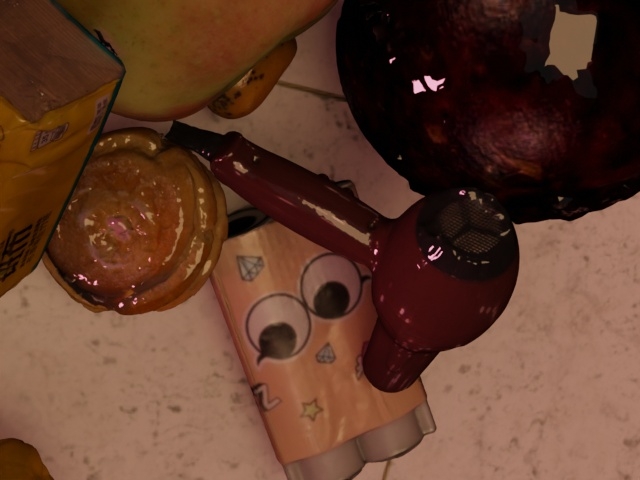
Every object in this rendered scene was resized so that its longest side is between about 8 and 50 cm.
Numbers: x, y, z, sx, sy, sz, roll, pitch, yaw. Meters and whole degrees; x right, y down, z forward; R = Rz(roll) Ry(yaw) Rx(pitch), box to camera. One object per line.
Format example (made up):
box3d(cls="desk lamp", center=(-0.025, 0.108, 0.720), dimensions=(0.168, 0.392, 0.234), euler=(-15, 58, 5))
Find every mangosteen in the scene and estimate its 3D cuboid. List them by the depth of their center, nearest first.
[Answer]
box3d(cls="mangosteen", center=(0.199, -0.224, 1.494), dimensions=(0.381, 0.381, 0.421), euler=(-5, 109, -20))

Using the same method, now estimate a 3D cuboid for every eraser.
box3d(cls="eraser", center=(-0.003, 0.097, 1.658), dimensions=(0.171, 0.087, 0.290), euler=(-24, 109, -13))

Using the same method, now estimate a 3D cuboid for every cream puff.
box3d(cls="cream puff", center=(-0.175, -0.013, 1.539), dimensions=(0.189, 0.129, 0.189), euler=(0, 91, 17))

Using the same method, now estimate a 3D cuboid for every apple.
box3d(cls="apple", center=(-0.134, -0.262, 1.405), dimensions=(0.319, 0.319, 0.277), euler=(-40, 94, -8))

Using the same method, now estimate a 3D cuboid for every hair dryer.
box3d(cls="hair dryer", center=(0.000, 0.000, 1.495), dimensions=(0.340, 0.312, 0.123), euler=(29, 60, -2))

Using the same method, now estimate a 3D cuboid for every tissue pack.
box3d(cls="tissue pack", center=(-0.295, -0.084, 1.325), dimensions=(0.192, 0.271, 0.134), euler=(43, 46, 12))

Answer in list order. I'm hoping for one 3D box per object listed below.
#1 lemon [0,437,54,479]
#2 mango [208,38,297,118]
box3d(cls="lemon", center=(-0.347, 0.314, 1.491), dimensions=(0.284, 0.260, 0.260), euler=(-41, 114, 10))
box3d(cls="mango", center=(-0.067, -0.164, 1.580), dimensions=(0.114, 0.057, 0.079), euler=(-41, 159, -24))
